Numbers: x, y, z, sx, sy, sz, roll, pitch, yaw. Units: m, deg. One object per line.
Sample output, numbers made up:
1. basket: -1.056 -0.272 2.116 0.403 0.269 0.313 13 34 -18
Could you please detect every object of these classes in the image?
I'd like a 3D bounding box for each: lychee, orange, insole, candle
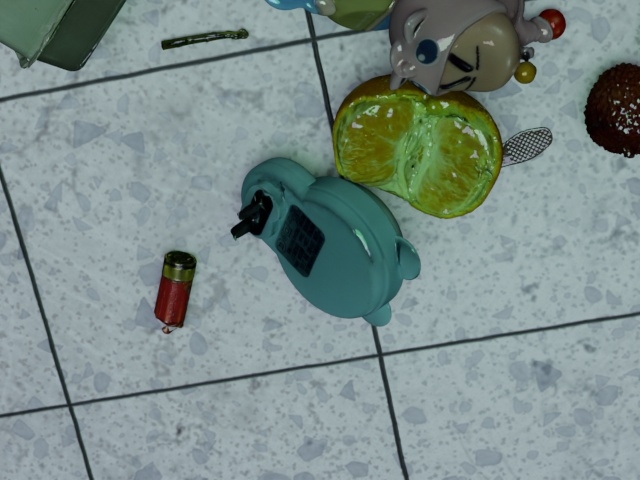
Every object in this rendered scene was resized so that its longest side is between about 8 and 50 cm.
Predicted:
1. lychee: 0.425 -0.180 1.882 0.123 0.123 0.129 7 102 1
2. orange: 0.136 -0.137 1.892 0.237 0.158 0.179 17 119 2
3. insole: 0.272 -0.127 1.970 0.135 0.002 0.045 -22 107 11
4. candle: -0.221 0.083 2.055 0.052 0.052 0.130 12 111 -1

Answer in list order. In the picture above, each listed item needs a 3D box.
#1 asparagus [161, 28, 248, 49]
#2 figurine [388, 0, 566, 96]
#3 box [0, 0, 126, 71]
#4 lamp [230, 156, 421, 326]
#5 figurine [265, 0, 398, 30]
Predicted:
1. asparagus: -0.164 -0.286 1.934 0.127 0.015 0.018 -7 119 7
2. figurine: 0.218 -0.290 1.795 0.186 0.287 0.176 40 143 25
3. box: -0.339 -0.379 1.805 0.166 0.220 0.290 26 111 -29
4. lamp: 0.006 -0.006 1.947 0.284 0.147 0.209 29 136 2
5. figurine: 0.022 -0.384 1.832 0.262 0.154 0.180 13 102 -19
